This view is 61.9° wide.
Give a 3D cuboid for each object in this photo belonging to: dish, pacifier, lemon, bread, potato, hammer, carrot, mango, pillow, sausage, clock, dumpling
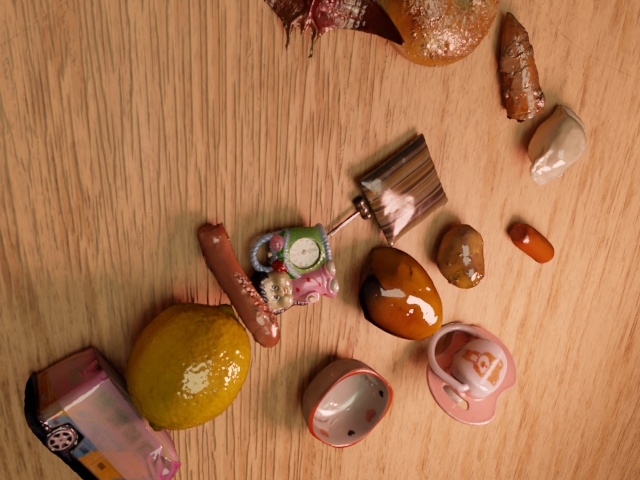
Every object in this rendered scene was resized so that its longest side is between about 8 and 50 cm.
[{"bbox_3d":[0.060,0.426,1.454,0.256,0.117,0.256,-11,116,-24],"label":"dish"},{"bbox_3d":[0.439,0.399,1.581,0.332,0.220,0.273,-39,128,-36],"label":"pacifier"},{"bbox_3d":[-0.275,0.259,1.125,0.267,0.267,0.268,-11,116,-23],"label":"lemon"},{"bbox_3d":[0.253,-0.515,1.110,0.305,0.159,0.306,-10,115,-24],"label":"bread"},{"bbox_3d":[0.384,0.043,1.453,0.137,0.137,0.176,-1,90,-28],"label":"potato"},{"bbox_3d":[0.000,0.000,1.289,0.292,0.029,0.058,-37,122,-6],"label":"hammer"},{"bbox_3d":[0.490,-0.433,1.324,0.101,0.102,0.263,-27,116,-15],"label":"carrot"},{"bbox_3d":[0.210,0.154,1.392,0.201,0.153,0.287,-43,122,14],"label":"mango"},{"bbox_3d":[0.210,-0.122,1.326,0.208,0.052,0.212,-37,120,-13],"label":"pillow"},{"bbox_3d":[0.638,0.010,1.600,0.197,0.076,0.076,28,97,-35],"label":"sausage"},{"bbox_3d":[-0.071,0.066,1.224,0.195,0.100,0.194,-16,103,-13],"label":"clock"},{"bbox_3d":[-0.175,0.099,1.146,0.078,0.078,0.304,-30,92,-13],"label":"sausage"},{"bbox_3d":[0.646,-0.252,1.455,0.162,0.132,0.250,41,74,-26],"label":"dumpling"}]

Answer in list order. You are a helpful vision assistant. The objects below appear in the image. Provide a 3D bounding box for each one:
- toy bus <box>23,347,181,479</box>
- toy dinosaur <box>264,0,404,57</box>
[{"bbox_3d":[-0.445,0.414,1.151,0.162,0.171,0.386,-31,124,-12],"label":"toy bus"},{"bbox_3d":[-0.001,-0.446,1.014,0.327,0.113,0.206,38,102,-28],"label":"toy dinosaur"}]
